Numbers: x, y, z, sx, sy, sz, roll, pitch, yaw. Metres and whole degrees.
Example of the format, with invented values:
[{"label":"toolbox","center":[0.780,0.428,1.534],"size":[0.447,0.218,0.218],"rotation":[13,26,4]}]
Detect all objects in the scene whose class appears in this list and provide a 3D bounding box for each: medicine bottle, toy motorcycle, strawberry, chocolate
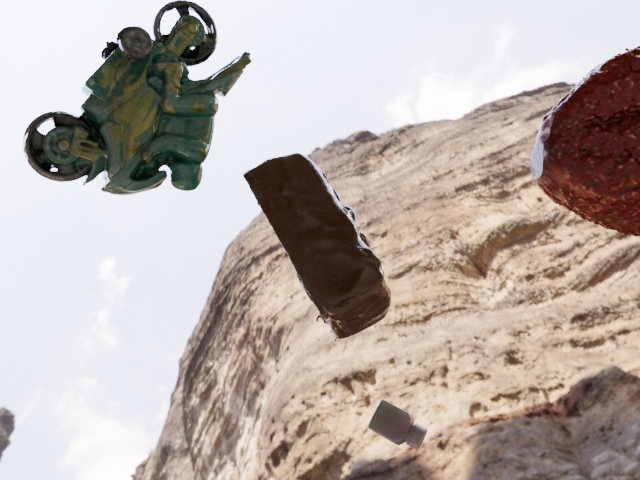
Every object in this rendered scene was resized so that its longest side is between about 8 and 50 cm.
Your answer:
[{"label":"medicine bottle","center":[0.174,0.413,1.419],"size":[0.118,0.055,0.074],"rotation":[23,-105,23]},{"label":"toy motorcycle","center":[-0.206,-0.160,0.800],"size":[0.198,0.109,0.296],"rotation":[41,-105,-22]},{"label":"strawberry","center":[0.417,-0.121,0.862],"size":[0.289,0.238,0.250],"rotation":[-14,-104,-13]},{"label":"chocolate","center":[0.000,0.000,0.735],"size":[0.093,0.148,0.214],"rotation":[-27,-111,-4]}]
